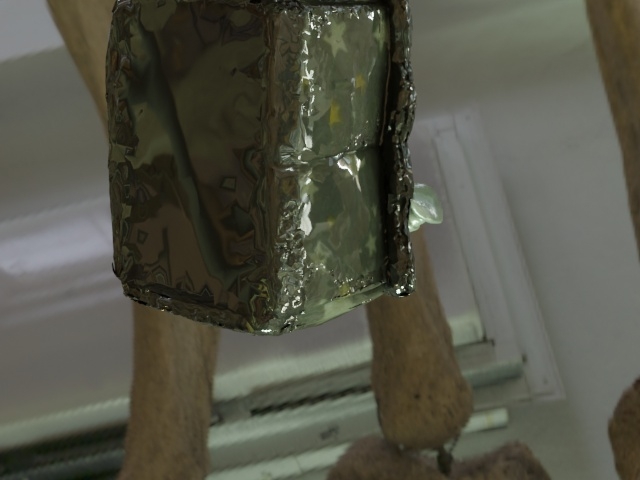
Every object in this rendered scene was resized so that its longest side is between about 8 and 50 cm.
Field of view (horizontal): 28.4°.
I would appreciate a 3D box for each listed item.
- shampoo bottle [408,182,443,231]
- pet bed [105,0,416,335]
[{"bbox_3d":[0.000,0.000,0.988,0.204,0.065,0.065,-18,-130,27],"label":"shampoo bottle"},{"bbox_3d":[-0.026,-0.057,0.782,0.159,0.211,0.183,-11,-168,-43],"label":"pet bed"}]
